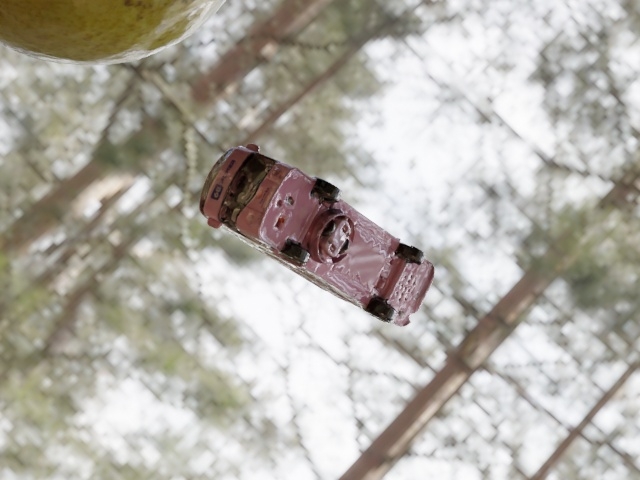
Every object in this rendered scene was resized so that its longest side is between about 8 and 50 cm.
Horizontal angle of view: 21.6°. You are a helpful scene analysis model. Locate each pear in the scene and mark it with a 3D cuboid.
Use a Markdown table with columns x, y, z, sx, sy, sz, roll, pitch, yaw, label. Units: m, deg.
| x | y | z | sx | sy | sz | roll | pitch | yaw | label |
| --- | --- | --- | --- | --- | --- | --- | --- | --- | --- |
| -0.119 | -0.195 | 0.944 | 0.197 | 0.197 | 0.197 | 39 | -21 | 18 | pear |

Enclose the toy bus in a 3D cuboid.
| x | y | z | sx | sy | sz | roll | pitch | yaw | label |
| --- | --- | --- | --- | --- | --- | --- | --- | --- | --- |
| 0.000 | 0.000 | 1.178 | 0.090 | 0.063 | 0.203 | 23 | -7 | 39 | toy bus |
